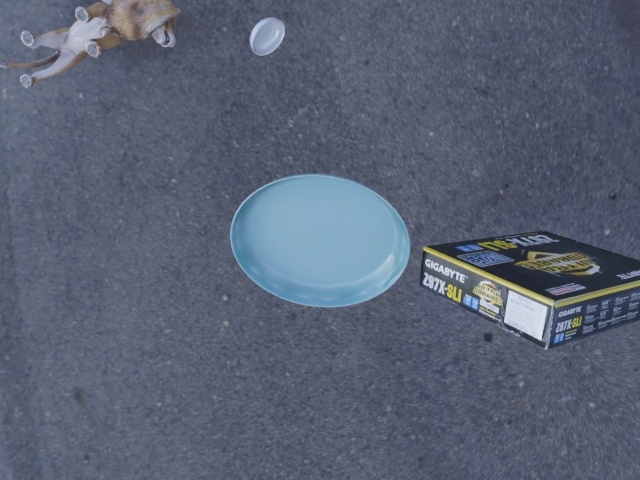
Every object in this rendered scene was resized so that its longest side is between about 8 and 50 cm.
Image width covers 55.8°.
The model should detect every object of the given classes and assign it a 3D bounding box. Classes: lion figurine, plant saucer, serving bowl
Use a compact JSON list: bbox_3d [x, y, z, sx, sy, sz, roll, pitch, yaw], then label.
[{"bbox_3d":[-0.531,-0.474,1.398,0.391,0.240,0.142,-5,118,21],"label":"lion figurine"},{"bbox_3d":[0.000,0.000,1.078,0.317,0.318,0.044,-13,40,19],"label":"plant saucer"},{"bbox_3d":[-0.114,-0.425,1.246,0.083,0.083,0.027,-46,68,8],"label":"serving bowl"}]

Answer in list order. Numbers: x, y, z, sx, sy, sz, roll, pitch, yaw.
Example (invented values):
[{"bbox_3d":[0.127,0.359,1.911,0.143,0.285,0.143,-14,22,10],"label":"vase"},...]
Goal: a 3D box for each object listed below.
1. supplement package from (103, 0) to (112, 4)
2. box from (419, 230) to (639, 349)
[{"bbox_3d":[-0.364,-0.502,0.876,0.149,0.194,0.203,44,105,30],"label":"supplement package"},{"bbox_3d":[0.363,0.063,0.980,0.257,0.321,0.080,25,116,53],"label":"box"}]
